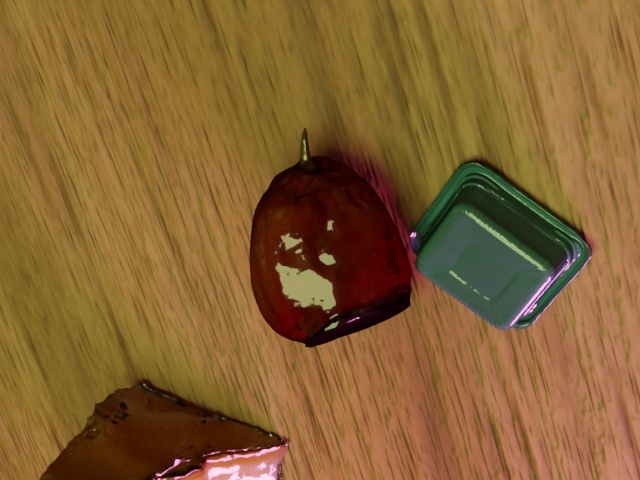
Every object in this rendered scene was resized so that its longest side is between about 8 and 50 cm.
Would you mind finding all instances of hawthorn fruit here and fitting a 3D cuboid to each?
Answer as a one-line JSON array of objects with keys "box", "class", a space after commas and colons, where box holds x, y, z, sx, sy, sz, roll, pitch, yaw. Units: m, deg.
[{"box": [0.000, 0.000, 1.649, 0.189, 0.189, 0.251, -8, 109, 29], "class": "hawthorn fruit"}]

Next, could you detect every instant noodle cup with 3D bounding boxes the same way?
[{"box": [0.192, 0.018, 1.639, 0.179, 0.070, 0.157, 36, 128, 2], "class": "instant noodle cup"}]

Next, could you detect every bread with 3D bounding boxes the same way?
[{"box": [-0.205, 0.365, 1.885, 0.279, 0.315, 0.248, 13, 123, 8], "class": "bread"}]
